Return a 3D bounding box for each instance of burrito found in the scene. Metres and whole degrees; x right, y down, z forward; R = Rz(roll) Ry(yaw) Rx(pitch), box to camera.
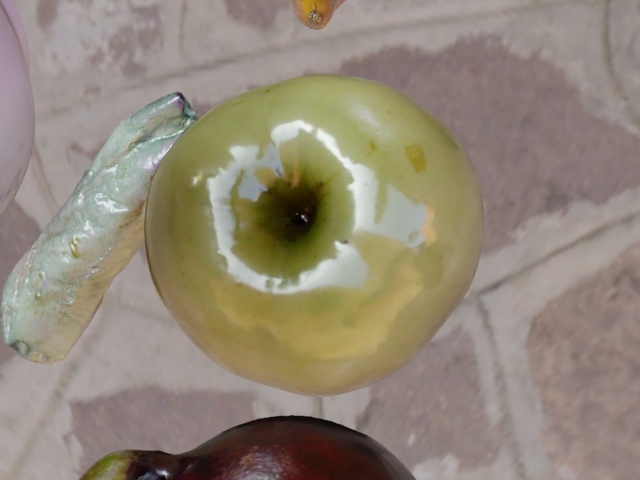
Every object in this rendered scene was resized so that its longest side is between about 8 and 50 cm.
[{"bbox_3d":[-0.197,-0.014,1.552,0.309,0.066,0.096,-52,53,25],"label":"burrito"}]

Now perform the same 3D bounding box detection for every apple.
[{"bbox_3d":[0.000,0.000,1.348,0.262,0.262,0.262,1,75,-2],"label":"apple"}]

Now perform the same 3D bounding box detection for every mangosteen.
[{"bbox_3d":[-0.028,0.189,0.902,0.210,0.210,0.209,1,75,-2],"label":"mangosteen"}]

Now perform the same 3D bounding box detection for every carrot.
[{"bbox_3d":[0.000,-0.239,1.675,0.066,0.271,0.062,12,116,8],"label":"carrot"}]

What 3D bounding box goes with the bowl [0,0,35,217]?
[{"bbox_3d":[-0.284,-0.111,1.069,0.287,0.287,0.144,39,56,8],"label":"bowl"}]
